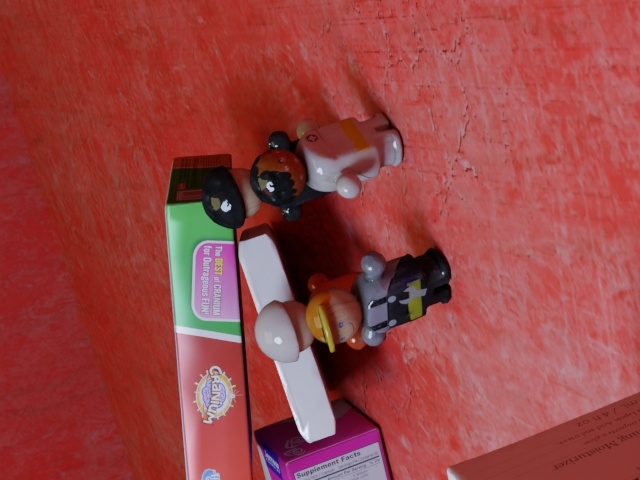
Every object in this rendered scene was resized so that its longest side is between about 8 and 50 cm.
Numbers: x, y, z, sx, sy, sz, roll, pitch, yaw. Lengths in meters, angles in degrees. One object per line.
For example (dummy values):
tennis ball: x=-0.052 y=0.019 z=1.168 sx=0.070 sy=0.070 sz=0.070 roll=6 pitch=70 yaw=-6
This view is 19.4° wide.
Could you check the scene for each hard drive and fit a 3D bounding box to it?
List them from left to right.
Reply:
hard drive: x=-0.036 y=0.086 z=1.917 sx=0.307 sy=0.040 sz=0.203 roll=-134 pitch=25 yaw=-87

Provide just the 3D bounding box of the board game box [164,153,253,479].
board game box: x=-0.110 y=0.089 z=1.897 sx=0.242 sy=0.064 sz=0.316 roll=-101 pitch=7 yaw=-76

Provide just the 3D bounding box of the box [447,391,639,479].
box: x=0.197 y=0.216 z=1.236 sx=0.119 sy=0.181 sz=0.182 roll=41 pitch=146 yaw=57

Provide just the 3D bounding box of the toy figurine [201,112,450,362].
toy figurine: x=0.000 y=0.000 z=1.665 sx=0.209 sy=0.148 sz=0.213 roll=166 pitch=85 yaw=-73

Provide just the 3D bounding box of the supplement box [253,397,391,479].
supplement box: x=0.019 y=0.298 z=2.003 sx=0.111 sy=0.114 sz=0.220 roll=-149 pitch=44 yaw=-66
